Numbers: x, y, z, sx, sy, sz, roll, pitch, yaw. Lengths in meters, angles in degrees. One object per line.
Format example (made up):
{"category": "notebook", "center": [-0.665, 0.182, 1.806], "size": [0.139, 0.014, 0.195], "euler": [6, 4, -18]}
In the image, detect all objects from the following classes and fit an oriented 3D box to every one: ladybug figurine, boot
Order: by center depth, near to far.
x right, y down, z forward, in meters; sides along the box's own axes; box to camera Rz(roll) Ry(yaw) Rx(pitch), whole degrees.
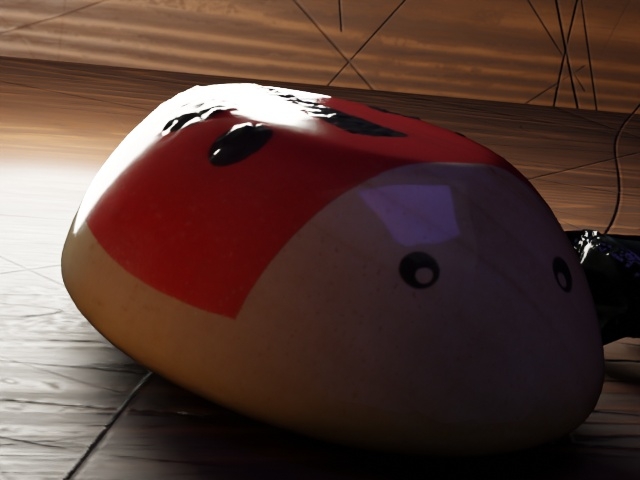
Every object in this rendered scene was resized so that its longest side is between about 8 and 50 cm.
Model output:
{"category": "ladybug figurine", "center": [0.000, 0.000, 1.087], "size": [0.305, 0.162, 0.449], "euler": [-1, 15, -33]}
{"category": "boot", "center": [0.274, 0.043, 1.210], "size": [0.246, 0.094, 0.207], "euler": [9, 7, 37]}
